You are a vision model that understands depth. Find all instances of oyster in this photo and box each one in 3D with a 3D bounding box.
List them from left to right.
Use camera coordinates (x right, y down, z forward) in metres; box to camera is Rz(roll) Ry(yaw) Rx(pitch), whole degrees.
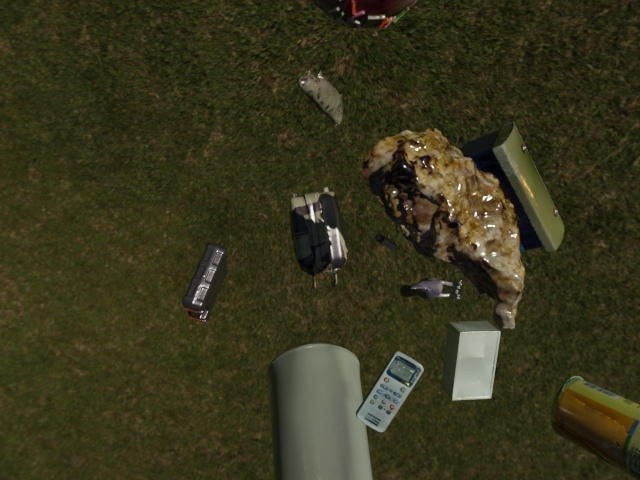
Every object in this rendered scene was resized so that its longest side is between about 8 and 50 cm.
[{"bbox_3d":[0.258,-0.049,0.733,0.204,0.111,0.396,-44,95,-9],"label":"oyster"}]

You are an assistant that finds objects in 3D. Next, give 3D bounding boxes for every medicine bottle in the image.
[{"bbox_3d":[0.525,0.332,0.700,0.124,0.239,0.124,-7,105,-29],"label":"medicine bottle"}]

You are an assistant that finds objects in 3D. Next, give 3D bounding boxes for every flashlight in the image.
[{"bbox_3d":[0.160,0.004,1.014,0.018,0.018,0.083,-45,143,17],"label":"flashlight"}]

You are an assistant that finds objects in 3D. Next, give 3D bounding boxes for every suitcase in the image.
[{"bbox_3d":[-0.349,0.137,1.297,0.066,0.206,0.285,21,158,-5],"label":"suitcase"},{"bbox_3d":[0.000,0.000,1.461,0.194,0.351,0.338,-9,91,-2],"label":"suitcase"}]

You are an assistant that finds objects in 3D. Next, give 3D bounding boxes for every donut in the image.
[{"bbox_3d":[0.079,-0.511,0.725,0.270,0.103,0.269,3,105,10],"label":"donut"}]

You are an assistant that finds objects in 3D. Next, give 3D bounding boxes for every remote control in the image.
[{"bbox_3d":[0.103,0.227,0.630,0.053,0.018,0.124,32,98,5],"label":"remote control"}]

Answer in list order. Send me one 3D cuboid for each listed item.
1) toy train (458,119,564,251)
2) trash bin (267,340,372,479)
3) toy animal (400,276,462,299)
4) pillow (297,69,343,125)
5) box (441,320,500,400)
[{"bbox_3d":[0.373,-0.095,0.904,0.202,0.131,0.299,-19,117,43],"label":"toy train"},{"bbox_3d":[-0.007,0.494,1.161,0.281,0.431,0.280,-4,133,-4],"label":"trash bin"},{"bbox_3d":[0.415,0.179,1.564,0.206,0.367,0.081,0,81,5],"label":"toy animal"},{"bbox_3d":[0.015,-0.444,1.284,0.241,0.051,0.093,28,87,-52],"label":"pillow"},{"bbox_3d":[0.459,0.367,1.294,0.130,0.086,0.225,1,103,-9],"label":"box"}]
